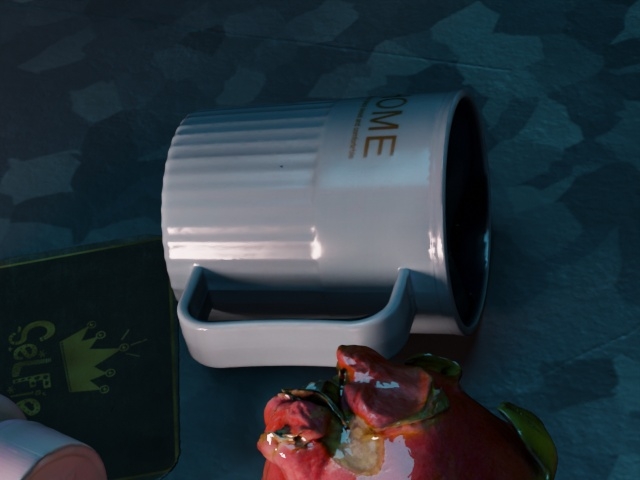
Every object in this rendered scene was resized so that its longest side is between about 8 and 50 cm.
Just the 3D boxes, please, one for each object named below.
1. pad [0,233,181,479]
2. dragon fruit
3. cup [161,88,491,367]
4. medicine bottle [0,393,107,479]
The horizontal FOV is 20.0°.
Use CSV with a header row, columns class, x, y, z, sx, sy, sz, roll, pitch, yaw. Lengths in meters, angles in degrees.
class,x,y,z,sx,sy,sz,roll,pitch,yaw
pad,-0.316,0.126,2.026,0.315,0.063,0.375,-11,45,4
dragon fruit,0.070,0.235,1.708,0.305,0.225,0.305,-7,43,7
cup,0.006,0.005,1.944,0.311,0.257,0.331,-1,68,16
medicine bottle,-0.420,0.232,1.844,0.379,0.213,0.213,18,54,28
